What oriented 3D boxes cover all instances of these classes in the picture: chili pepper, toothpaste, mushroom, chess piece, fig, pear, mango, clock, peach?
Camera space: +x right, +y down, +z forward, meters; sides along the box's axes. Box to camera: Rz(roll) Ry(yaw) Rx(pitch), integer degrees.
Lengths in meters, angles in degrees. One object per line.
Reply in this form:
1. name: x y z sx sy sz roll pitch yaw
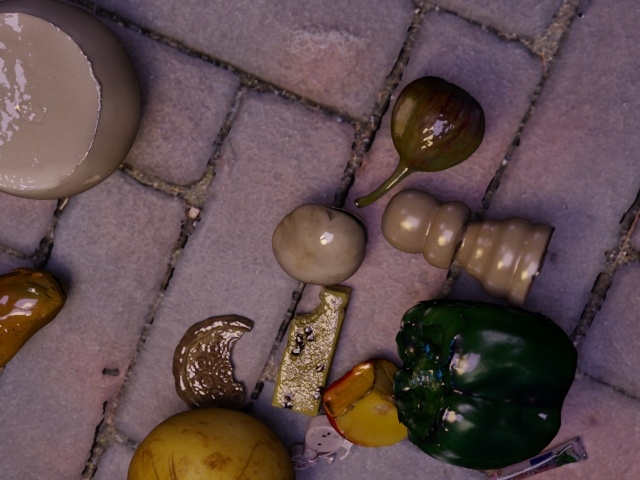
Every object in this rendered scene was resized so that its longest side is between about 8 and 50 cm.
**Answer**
1. chili pepper: 0.251 0.207 1.601 0.257 0.233 0.248 10 107 -16
2. toothpaste: 0.355 0.373 1.725 0.170 0.028 0.045 -22 103 9
3. mushroom: 0.000 0.000 1.670 0.154 0.122 0.154 4 139 3
4. chess piece: 0.222 -0.004 1.629 0.261 0.143 0.142 23 103 11
5. fig: 0.140 -0.136 1.600 0.149 0.149 0.245 40 98 0
6. pear: -0.176 0.409 1.701 0.281 0.281 0.280 2 101 9
7. mango: -0.537 0.132 1.756 0.249 0.151 0.156 -25 62 16
8. clock: -0.001 0.348 1.760 0.087 0.041 0.129 27 124 -20
9. peach: 0.080 0.275 1.701 0.118 0.151 0.151 -30 95 42

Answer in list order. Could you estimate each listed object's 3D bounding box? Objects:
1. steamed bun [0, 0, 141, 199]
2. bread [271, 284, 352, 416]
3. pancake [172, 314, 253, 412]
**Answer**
1. steamed bun: -0.441 -0.223 1.645 0.324 0.206 0.324 1 100 6
2. bread: -0.016 0.178 1.735 0.088 0.049 0.226 15 102 6
3. pancake: -0.168 0.226 1.784 0.184 0.020 0.190 -29 95 12
